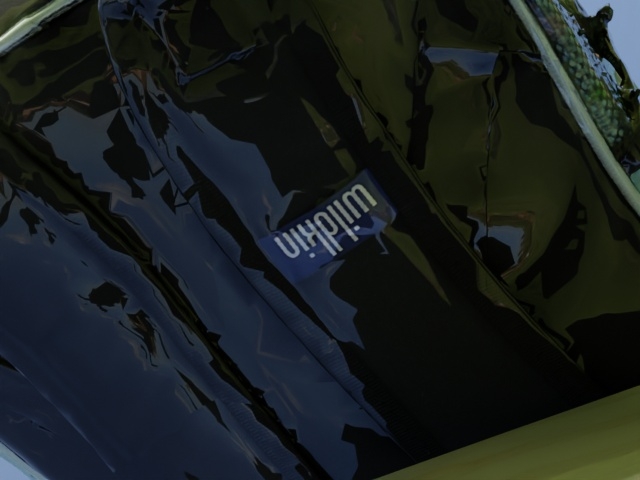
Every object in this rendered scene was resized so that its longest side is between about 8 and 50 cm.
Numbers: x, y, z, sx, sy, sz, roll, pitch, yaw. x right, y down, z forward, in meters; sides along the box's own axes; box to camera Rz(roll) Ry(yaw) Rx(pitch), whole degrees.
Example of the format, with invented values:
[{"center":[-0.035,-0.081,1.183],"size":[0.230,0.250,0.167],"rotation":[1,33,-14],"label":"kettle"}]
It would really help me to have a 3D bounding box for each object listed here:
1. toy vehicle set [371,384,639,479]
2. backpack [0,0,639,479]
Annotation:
[{"center":[0.141,0.107,0.526],"size":[0.266,0.166,0.035],"rotation":[-16,-153,-21],"label":"toy vehicle set"},{"center":[0.000,0.000,0.559],"size":[0.253,0.225,0.191],"rotation":[51,-159,-19],"label":"backpack"}]
